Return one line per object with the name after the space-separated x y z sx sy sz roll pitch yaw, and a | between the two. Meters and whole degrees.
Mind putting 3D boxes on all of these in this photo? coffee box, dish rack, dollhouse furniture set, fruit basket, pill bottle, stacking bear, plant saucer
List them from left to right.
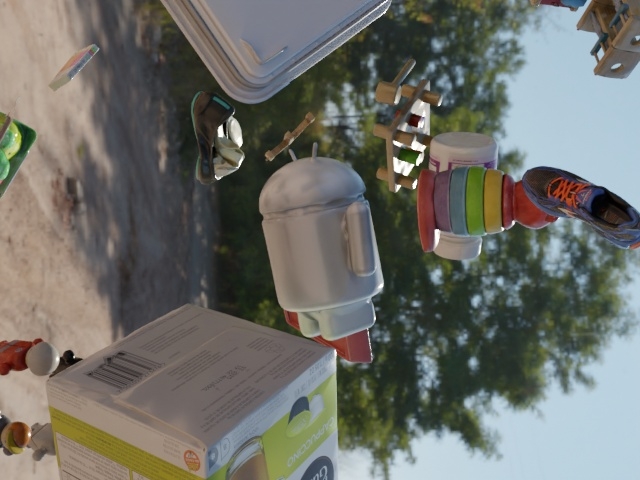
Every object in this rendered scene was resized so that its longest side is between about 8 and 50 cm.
-0.750 -0.161 1.722 0.327 0.165 0.353 -58 -149 6 | fruit basket
-0.195 0.348 1.274 0.337 0.338 0.335 -29 124 -51 | coffee box
-0.058 -0.391 1.093 0.286 0.333 0.072 55 -18 -13 | dish rack
-0.006 0.150 1.726 0.258 0.047 0.259 28 -35 34 | plant saucer
0.355 -0.111 1.950 0.169 0.169 0.302 -101 -170 -66 | pill bottle
0.363 -0.080 1.644 0.164 0.289 0.175 68 28 -49 | stacking bear
0.453 -0.373 1.305 0.129 0.183 0.129 111 -21 -53 | dollhouse furniture set

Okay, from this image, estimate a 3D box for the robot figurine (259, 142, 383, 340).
0.000 0.000 1.413 0.300 0.199 0.354 -2 -79 54 | robot figurine

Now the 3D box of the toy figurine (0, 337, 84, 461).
-0.501 0.290 1.390 0.213 0.148 0.210 41 57 -54 | toy figurine

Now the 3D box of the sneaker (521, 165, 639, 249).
0.430 -0.068 1.248 0.083 0.221 0.087 -59 153 -4 | sneaker

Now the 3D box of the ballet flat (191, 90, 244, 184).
-0.210 -0.191 1.581 0.280 0.096 0.095 98 15 -61 | ballet flat

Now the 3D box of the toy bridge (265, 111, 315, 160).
-0.092 -0.297 2.232 0.026 0.188 0.063 45 -11 0 | toy bridge

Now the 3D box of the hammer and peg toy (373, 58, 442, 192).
0.263 -0.346 2.243 0.266 0.127 0.361 -55 154 -31 | hammer and peg toy

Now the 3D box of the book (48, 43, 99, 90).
-0.678 -0.478 2.112 0.035 0.096 0.144 49 49 -28 | book
